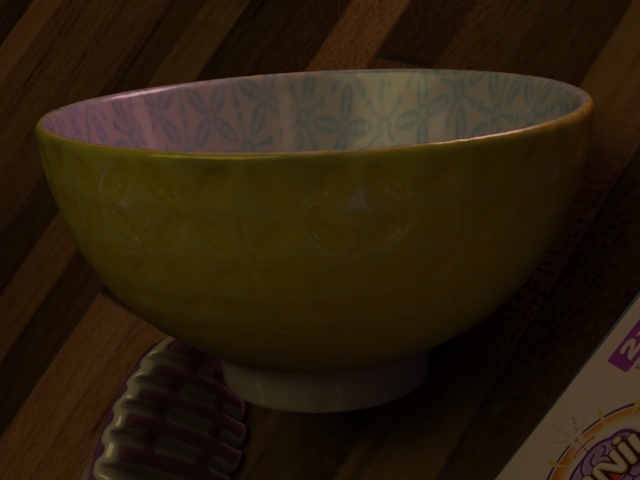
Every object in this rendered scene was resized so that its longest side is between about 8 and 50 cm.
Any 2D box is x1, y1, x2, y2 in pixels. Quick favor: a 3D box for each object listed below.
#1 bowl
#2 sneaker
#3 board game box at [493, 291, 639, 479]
[{"bbox_3d":[0.000,0.000,0.629,0.289,0.289,0.156,14,113,47],"label":"bowl"},{"bbox_3d":[-0.124,0.165,0.693,0.104,0.095,0.236,-11,53,46],"label":"sneaker"},{"bbox_3d":[0.164,0.162,0.403,0.242,0.064,0.316,-51,29,-2],"label":"board game box"}]
